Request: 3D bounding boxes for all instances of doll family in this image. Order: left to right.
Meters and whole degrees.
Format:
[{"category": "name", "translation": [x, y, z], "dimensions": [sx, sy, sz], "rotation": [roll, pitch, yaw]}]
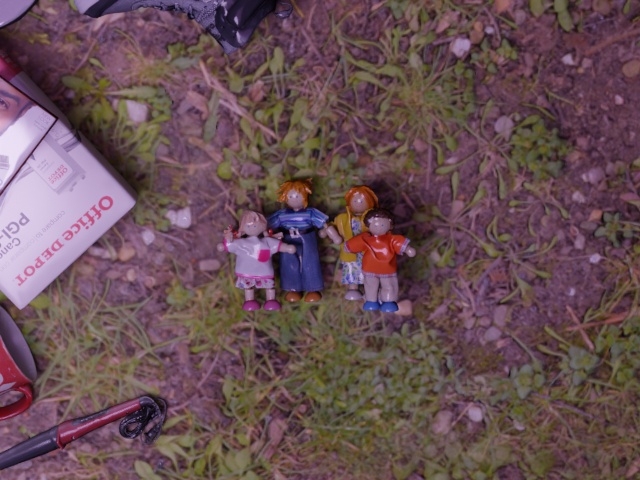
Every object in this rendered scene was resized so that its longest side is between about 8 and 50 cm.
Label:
[{"category": "doll family", "translation": [0.000, 0.000, 1.701], "dimensions": [0.263, 0.118, 0.163], "rotation": [-1, 105, 9]}]

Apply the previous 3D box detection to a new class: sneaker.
[{"category": "sneaker", "translation": [-0.167, -0.299, 1.618], "dimensions": [0.269, 0.101, 0.153], "rotation": [-22, 99, -8]}]

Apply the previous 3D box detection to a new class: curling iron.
[{"category": "curling iron", "translation": [-0.337, 0.272, 1.710], "dimensions": [0.274, 0.035, 0.068], "rotation": [-17, 100, -7]}]

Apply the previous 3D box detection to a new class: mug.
[{"category": "mug", "translation": [-0.459, 0.185, 1.642], "dimensions": [0.169, 0.113, 0.150], "rotation": [-27, 100, -1]}]

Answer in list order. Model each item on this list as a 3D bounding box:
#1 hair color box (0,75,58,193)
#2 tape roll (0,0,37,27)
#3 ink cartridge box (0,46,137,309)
[{"category": "hair color box", "translation": [-0.399, -0.106, 1.515], "dimensions": [0.093, 0.053, 0.167], "rotation": [37, 90, -10]}, {"category": "tape roll", "translation": [-0.442, -0.365, 1.580], "dimensions": [0.219, 0.072, 0.219], "rotation": [-2, 99, -10]}, {"category": "ink cartridge box", "translation": [-0.396, -0.086, 1.605], "dimensions": [0.207, 0.117, 0.283], "rotation": [-43, 102, -1]}]
